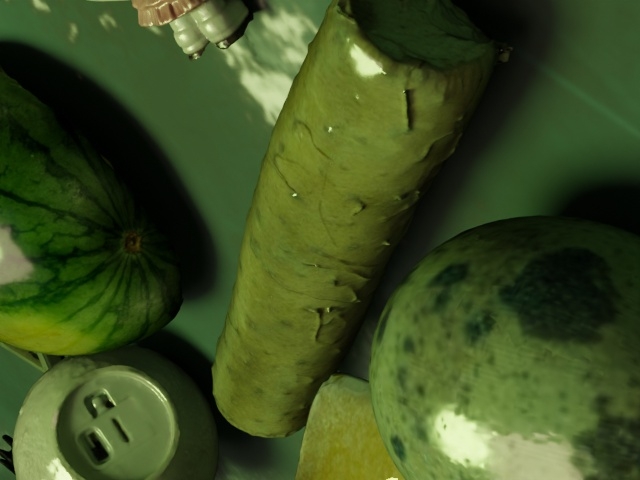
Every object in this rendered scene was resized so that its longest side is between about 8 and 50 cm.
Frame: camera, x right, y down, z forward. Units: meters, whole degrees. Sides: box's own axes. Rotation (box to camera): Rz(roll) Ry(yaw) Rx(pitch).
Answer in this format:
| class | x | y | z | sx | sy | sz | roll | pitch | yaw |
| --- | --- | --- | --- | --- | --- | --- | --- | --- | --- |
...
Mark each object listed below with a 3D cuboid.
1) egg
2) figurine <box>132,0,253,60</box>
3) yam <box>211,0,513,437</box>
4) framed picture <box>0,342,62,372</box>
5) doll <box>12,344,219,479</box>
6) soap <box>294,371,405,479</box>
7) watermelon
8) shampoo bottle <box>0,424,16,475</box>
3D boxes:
| class | x | y | z | sx | sy | sz | roll | pitch | yaw |
| --- | --- | --- | --- | --- | --- | --- | --- | --- | --- |
| egg | 0.103 | 0.062 | 0.602 | 0.181 | 0.141 | 0.141 | 22 | 143 | 44 |
| figurine | -0.078 | -0.143 | 0.675 | 0.072 | 0.054 | 0.129 | -12 | 120 | 39 |
| yam | 0.000 | 0.000 | 0.726 | 0.083 | 0.083 | 0.371 | 41 | 150 | 10 |
| framed picture | -0.337 | -0.017 | 1.208 | 0.289 | 0.020 | 0.211 | 26 | 145 | 33 |
| doll | -0.153 | 0.175 | 1.099 | 0.151 | 0.151 | 0.287 | 41 | 158 | 9 |
| soap | 0.104 | 0.176 | 0.720 | 0.274 | 0.089 | 0.173 | 13 | 95 | 44 |
| watermelon | -0.196 | -0.008 | 0.927 | 0.232 | 0.127 | 0.204 | 30 | 151 | 37 |
| shampoo bottle | -0.215 | 0.229 | 1.323 | 0.183 | 0.050 | 0.087 | 33 | 151 | 23 |
